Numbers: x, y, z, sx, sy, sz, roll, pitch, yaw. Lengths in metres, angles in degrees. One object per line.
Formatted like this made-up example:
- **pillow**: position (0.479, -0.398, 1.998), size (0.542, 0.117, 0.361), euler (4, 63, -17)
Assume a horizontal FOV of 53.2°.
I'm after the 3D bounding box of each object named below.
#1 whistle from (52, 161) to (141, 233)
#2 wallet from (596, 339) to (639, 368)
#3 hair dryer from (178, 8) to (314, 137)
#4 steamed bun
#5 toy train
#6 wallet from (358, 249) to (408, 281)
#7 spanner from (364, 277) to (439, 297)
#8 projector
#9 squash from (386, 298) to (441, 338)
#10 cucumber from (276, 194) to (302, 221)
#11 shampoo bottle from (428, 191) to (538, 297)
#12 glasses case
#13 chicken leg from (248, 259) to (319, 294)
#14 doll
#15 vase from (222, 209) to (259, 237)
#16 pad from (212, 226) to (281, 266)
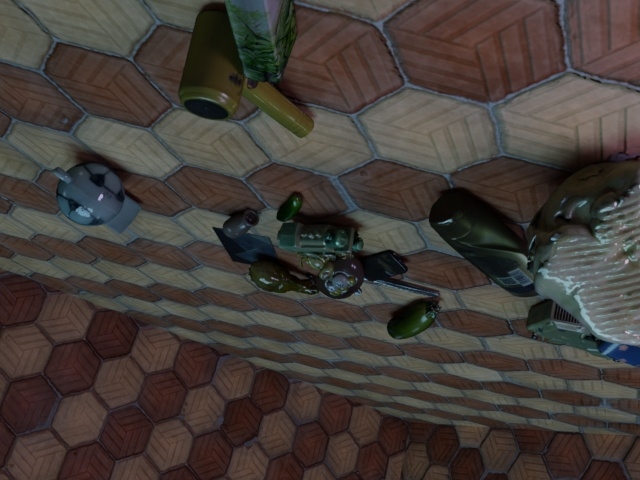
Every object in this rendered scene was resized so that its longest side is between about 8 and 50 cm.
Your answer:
- **whistle**: position (-0.520, -0.093, 1.518), size (0.164, 0.163, 0.290), euler (1, 155, 30)
- **wallet**: position (0.747, 0.205, 1.441), size (0.141, 0.059, 0.202), euler (20, 130, -17)
- **hair dryer**: position (-0.099, -0.222, 0.995), size (0.090, 0.134, 0.279), euler (0, 164, 33)
- **steamed bun**: position (0.488, 0.007, 1.036), size (0.280, 0.207, 0.268), euler (34, 118, 1)
- **toy train**: position (0.000, 0.000, 1.481), size (0.194, 0.080, 0.125), euler (0, 167, 37)
- **wallet**: position (0.152, 0.065, 1.622), size (0.082, 0.018, 0.157), euler (47, 147, -19)
- **spanner**: position (0.164, 0.108, 1.732), size (0.326, 0.026, 0.093), euler (14, 157, -1)
- **projector**: position (0.677, 0.224, 1.597), size (0.270, 0.088, 0.193), euler (16, 161, -4)
- **squash**: position (0.275, 0.237, 1.890), size (0.087, 0.087, 0.331), euler (19, 156, -10)
- **cucumber**: position (-0.071, -0.067, 1.449), size (0.037, 0.037, 0.155), euler (21, 158, -14)
- **shampoo bottle**: position (0.349, 0.013, 1.308), size (0.126, 0.084, 0.350), euler (-13, 145, 44)
- **glasses case**: position (-0.080, -0.316, 0.785), size (0.062, 0.095, 0.272), euler (13, 157, 9)
- **chicken leg**: position (-0.106, 0.113, 1.839), size (0.228, 0.088, 0.103), euler (17, 147, -27)
- **doll**: position (0.024, 0.083, 1.638), size (0.188, 0.096, 0.145), euler (18, 125, 1)
- **vase**: position (-0.194, -0.042, 1.563), size (0.053, 0.053, 0.101), euler (27, 151, -28)
- **pad**: position (-0.199, 0.028, 1.795), size (0.164, 0.004, 0.243), euler (10, 157, 11)
